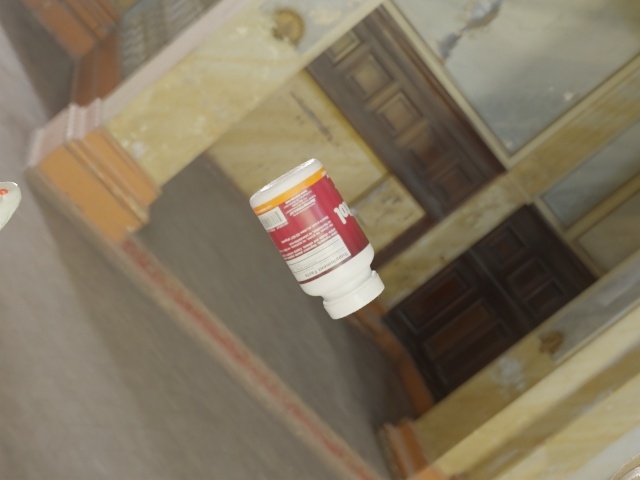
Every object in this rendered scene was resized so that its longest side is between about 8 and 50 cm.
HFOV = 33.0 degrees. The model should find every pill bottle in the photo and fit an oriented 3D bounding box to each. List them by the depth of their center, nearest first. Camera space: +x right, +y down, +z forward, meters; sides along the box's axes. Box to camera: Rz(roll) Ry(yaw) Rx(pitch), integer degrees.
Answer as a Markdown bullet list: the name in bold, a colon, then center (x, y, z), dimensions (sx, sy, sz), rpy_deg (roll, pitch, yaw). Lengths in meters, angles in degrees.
- **pill bottle**: center (0.000, 0.000, 1.110), dimensions (0.152, 0.086, 0.086), rpy_deg (59, 6, -8)

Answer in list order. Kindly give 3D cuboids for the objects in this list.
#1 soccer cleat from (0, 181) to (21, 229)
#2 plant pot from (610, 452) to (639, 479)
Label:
- **soccer cleat**: center (-0.410, 0.010, 1.223), dimensions (0.068, 0.196, 0.076), rpy_deg (15, -39, 35)
- **plant pot**: center (0.438, 0.478, 1.394), dimensions (0.305, 0.334, 0.334), rpy_deg (-21, 68, -44)
